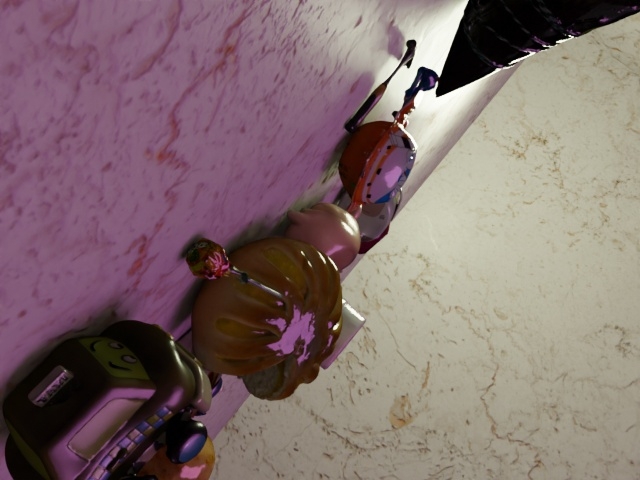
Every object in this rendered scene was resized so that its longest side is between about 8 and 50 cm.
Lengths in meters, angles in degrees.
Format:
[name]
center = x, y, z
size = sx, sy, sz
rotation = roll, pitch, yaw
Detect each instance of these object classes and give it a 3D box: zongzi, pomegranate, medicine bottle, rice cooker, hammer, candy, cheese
[zongzi]
center = 0.383, -0.446, 1.232
size = 0.362, 0.319, 0.383
rotation = -51, -171, -10
[pomegranate]
center = -0.347, 0.501, 1.404
size = 0.207, 0.207, 0.207
rotation = -50, 171, -11
[medicine bottle]
center = -0.040, 0.148, 1.351
size = 0.152, 0.254, 0.152
rotation = -49, 170, -11
[rice cooker]
center = 0.123, -0.094, 1.565
size = 0.206, 0.145, 0.127
rotation = -61, 179, 34
[hammer]
center = 0.114, -0.282, 1.147
size = 0.201, 0.021, 0.078
rotation = -51, 171, 2
[candy]
center = -0.122, 0.054, 0.933
size = 0.060, 0.060, 0.201
rotation = -52, 135, 5
[cheese]
center = 0.140, -0.202, 1.259
size = 0.329, 0.129, 0.217
rotation = -61, 169, 14

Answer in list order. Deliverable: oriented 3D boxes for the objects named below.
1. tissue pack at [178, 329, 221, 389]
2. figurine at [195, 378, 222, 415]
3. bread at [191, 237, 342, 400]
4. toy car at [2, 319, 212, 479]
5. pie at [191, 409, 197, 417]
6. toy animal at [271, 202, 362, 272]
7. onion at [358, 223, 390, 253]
[tissue pack]
center = -0.254, 0.258, 1.226
size = 0.106, 0.099, 0.148
rotation = -44, 169, -37
[figurine]
center = -0.259, 0.297, 1.413
size = 0.195, 0.111, 0.102
rotation = -52, -171, -16
[bread]
center = -0.075, 0.148, 1.122
size = 0.333, 0.160, 0.332
rotation = -22, 128, -31
[toy car]
center = -0.272, 0.205, 0.752
size = 0.248, 0.204, 0.198
rotation = -46, 148, -18
[pie]
center = -0.334, 0.337, 1.053
size = 0.315, 0.092, 0.315
rotation = -36, 165, -11
[toy animal]
center = 0.010, -0.004, 1.311
size = 0.166, 0.154, 0.250
rotation = -54, 171, 18
[onion]
center = 0.110, -0.030, 1.822
size = 0.218, 0.140, 0.195
rotation = -37, 171, -44
